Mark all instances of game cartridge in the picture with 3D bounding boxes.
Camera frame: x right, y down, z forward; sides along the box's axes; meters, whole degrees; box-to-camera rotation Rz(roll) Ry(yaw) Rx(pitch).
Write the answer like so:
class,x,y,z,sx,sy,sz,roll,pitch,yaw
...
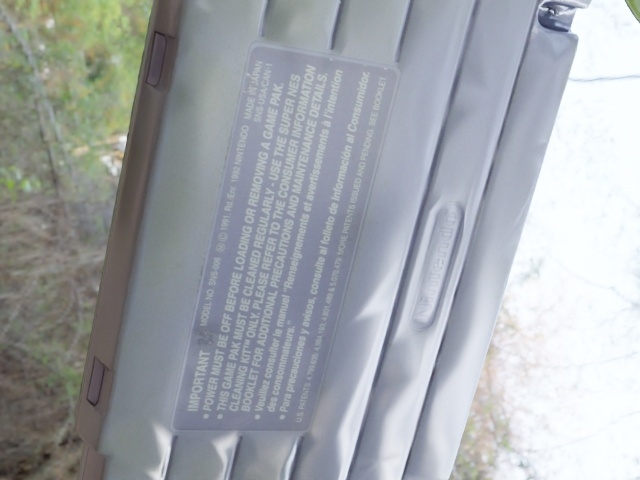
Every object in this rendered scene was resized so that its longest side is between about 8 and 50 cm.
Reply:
class,x,y,z,sx,sy,sz,roll,pitch,yaw
game cartridge,0.000,0.000,0.569,0.068,0.230,0.355,-133,-126,-62

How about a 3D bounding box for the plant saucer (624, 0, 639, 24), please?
class,x,y,z,sx,sy,sz,roll,pitch,yaw
plant saucer,0.404,-0.254,1.016,0.037,0.240,0.241,84,-15,-66
